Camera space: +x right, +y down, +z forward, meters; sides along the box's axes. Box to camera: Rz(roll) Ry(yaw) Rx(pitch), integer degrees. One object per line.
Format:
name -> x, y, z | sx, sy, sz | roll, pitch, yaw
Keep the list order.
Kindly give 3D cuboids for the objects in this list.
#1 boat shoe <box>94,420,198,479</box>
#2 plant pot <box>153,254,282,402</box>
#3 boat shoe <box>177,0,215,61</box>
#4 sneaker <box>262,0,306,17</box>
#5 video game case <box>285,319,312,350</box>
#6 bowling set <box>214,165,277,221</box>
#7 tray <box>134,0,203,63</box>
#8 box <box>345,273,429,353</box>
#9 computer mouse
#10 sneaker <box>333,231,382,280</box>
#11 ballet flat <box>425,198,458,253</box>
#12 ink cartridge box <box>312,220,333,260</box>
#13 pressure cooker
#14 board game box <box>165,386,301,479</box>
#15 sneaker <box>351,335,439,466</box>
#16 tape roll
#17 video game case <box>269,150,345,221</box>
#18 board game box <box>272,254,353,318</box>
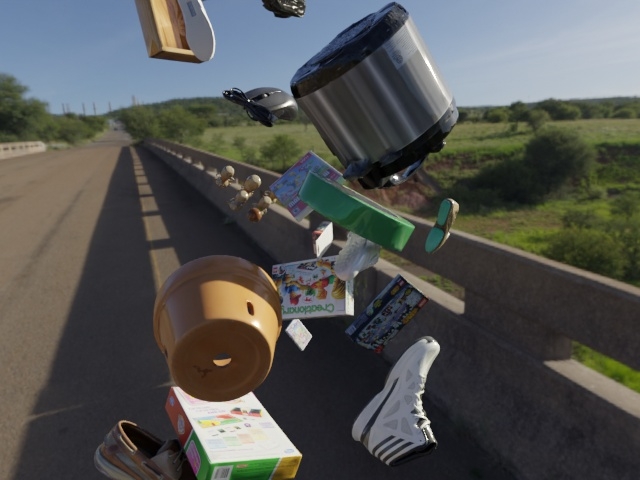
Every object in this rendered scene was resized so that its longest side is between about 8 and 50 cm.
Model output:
boat shoe -> -0.375, 0.540, 1.078 | 0.324, 0.116, 0.123 | 26, 1, -2
plant pot -> -0.214, 0.203, 0.973 | 0.291, 0.291, 0.203 | -6, 22, -13
boat shoe -> -0.292, -0.512, 1.059 | 0.066, 0.184, 0.063 | -21, 9, 7
sneaker -> -0.090, -0.489, 0.912 | 0.089, 0.051, 0.170 | 22, 14, 20
video game case -> -0.095, 0.404, 1.959 | 0.011, 0.122, 0.087 | -22, 21, 44
bowling set -> -0.285, -0.151, 1.762 | 0.287, 0.200, 0.154 | 17, -27, -22
tray -> -0.465, -0.756, 1.348 | 0.076, 0.411, 0.203 | -5, 10, 33
box -> 0.118, 0.130, 0.782 | 0.094, 0.137, 0.027 | 35, 9, -46
computer mouse -> -0.150, -0.423, 1.382 | 0.188, 0.072, 0.272 | 37, 27, 14
sneaker -> 0.109, 0.040, 1.173 | 0.090, 0.095, 0.235 | -22, 21, 34
ballet flat -> 0.431, -0.045, 1.572 | 0.067, 0.206, 0.073 | 2, 28, -34
ink cartridge box -> 0.000, 0.000, 1.184 | 0.029, 0.063, 0.115 | 7, 29, 21
pressure cooker -> 0.164, -0.363, 1.240 | 0.370, 0.420, 0.375 | -33, 25, 15
board game box -> -0.229, 0.480, 1.141 | 0.242, 0.064, 0.316 | 15, 6, -35
sneaker -> 0.331, 0.563, 1.537 | 0.257, 0.447, 0.169 | 29, -13, 42
tape roll -> 0.095, -0.082, 1.212 | 0.321, 0.077, 0.321 | 27, 11, -6
video game case -> -0.053, -0.191, 1.522 | 0.204, 0.025, 0.285 | -42, 35, 1
board game box -> -0.033, 0.162, 1.505 | 0.305, 0.193, 0.053 | -11, -20, 32
